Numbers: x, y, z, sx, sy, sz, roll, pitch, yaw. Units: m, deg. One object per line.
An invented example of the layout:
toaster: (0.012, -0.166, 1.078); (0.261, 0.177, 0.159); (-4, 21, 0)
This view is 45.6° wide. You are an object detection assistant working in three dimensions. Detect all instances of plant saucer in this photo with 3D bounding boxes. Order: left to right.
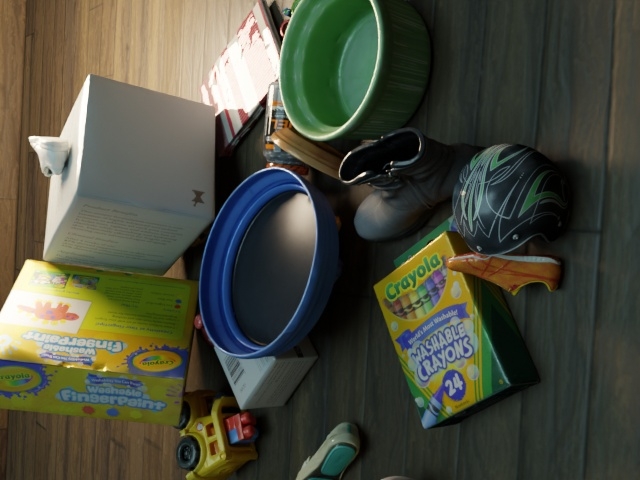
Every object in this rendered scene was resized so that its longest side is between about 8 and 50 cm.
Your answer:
plant saucer: (-0.002, -0.169, 1.482); (0.200, 0.199, 0.037); (40, 106, 45)

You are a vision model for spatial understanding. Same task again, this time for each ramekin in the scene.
ramekin: (0.066, -0.332, 1.437); (0.303, 0.148, 0.304); (-3, 87, 52)

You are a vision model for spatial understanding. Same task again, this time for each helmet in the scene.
helmet: (0.279, -0.061, 1.146); (0.169, 0.161, 0.170); (-3, 86, 52)

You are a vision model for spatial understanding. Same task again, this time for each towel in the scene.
towel: (-0.189, -0.390, 1.855); (0.329, 0.037, 0.237); (-44, 56, 41)

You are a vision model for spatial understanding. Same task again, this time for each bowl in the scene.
bowl: (-0.108, 0.048, 1.545); (0.391, 0.077, 0.392); (-21, 61, 45)

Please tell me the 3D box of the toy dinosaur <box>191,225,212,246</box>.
toy dinosaur: (-0.302, -0.034, 1.961); (0.211, 0.064, 0.112); (46, 122, 42)

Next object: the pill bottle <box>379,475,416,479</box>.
pill bottle: (0.090, 0.585, 1.340); (0.188, 0.187, 0.334); (57, 131, 36)

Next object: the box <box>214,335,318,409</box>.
box: (-0.124, 0.246, 1.678); (0.182, 0.119, 0.181); (-58, 47, 31)

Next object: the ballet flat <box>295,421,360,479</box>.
ballet flat: (0.009, 0.457, 1.548); (0.248, 0.086, 0.086); (-57, 48, 31)

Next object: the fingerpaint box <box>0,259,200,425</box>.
fingerpaint box: (-0.532, 0.240, 1.831); (0.371, 0.444, 0.163); (-95, 14, -57)

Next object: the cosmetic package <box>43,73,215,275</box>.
cosmetic package: (-0.482, -0.142, 1.912); (0.393, 0.329, 0.328); (-38, 48, 52)

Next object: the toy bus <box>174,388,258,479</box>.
toy bus: (-0.234, 0.438, 1.806); (0.211, 0.149, 0.220); (-35, 58, 30)

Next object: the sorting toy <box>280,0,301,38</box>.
sorting toy: (-0.051, -0.491, 1.687); (0.061, 0.042, 0.102); (47, 113, 23)

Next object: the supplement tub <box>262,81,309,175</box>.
supplement tub: (-0.062, -0.237, 1.623); (0.117, 0.116, 0.191); (10, 97, 51)

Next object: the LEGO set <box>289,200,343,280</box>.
LEGO set: (0.000, 0.000, 1.565); (0.093, 0.087, 0.227); (-52, 44, 33)

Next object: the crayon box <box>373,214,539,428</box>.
crayon box: (0.210, 0.129, 1.290); (0.203, 0.083, 0.323); (-42, 56, 42)

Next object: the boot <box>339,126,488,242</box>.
boot: (0.113, -0.100, 1.303); (0.338, 0.222, 0.118); (-32, 59, 46)

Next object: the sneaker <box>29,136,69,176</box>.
sneaker: (-0.654, -0.201, 1.830); (0.212, 0.080, 0.094); (23, 113, 61)

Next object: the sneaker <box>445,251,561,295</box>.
sneaker: (0.278, 0.050, 1.172); (0.175, 0.064, 0.068); (5, 94, 21)

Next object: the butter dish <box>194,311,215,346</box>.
butter dish: (-0.249, 0.196, 1.840); (0.159, 0.118, 0.160); (22, 105, 49)
